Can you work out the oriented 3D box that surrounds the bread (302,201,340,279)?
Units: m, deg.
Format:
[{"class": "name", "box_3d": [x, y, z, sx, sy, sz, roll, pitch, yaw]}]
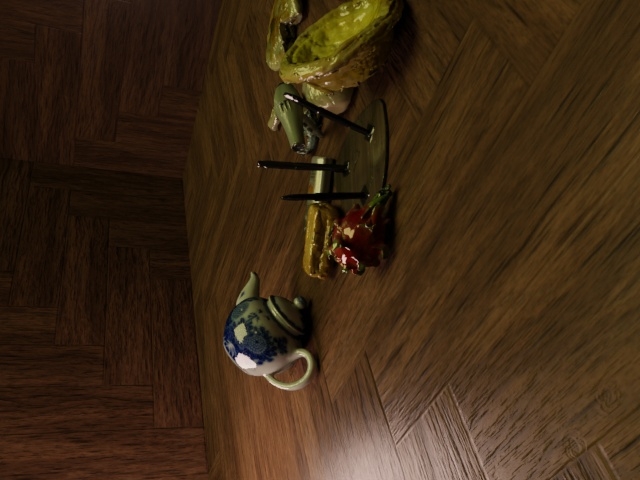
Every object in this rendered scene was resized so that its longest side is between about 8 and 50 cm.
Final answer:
[{"class": "bread", "box_3d": [0.000, 0.000, 1.678, 0.114, 0.083, 0.211, -141, 58, -68]}]

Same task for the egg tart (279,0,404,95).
[{"class": "egg tart", "box_3d": [0.065, -0.469, 1.452, 0.345, 0.132, 0.345, -27, 32, 19]}]

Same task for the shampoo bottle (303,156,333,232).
[{"class": "shampoo bottle", "box_3d": [-0.007, -0.132, 1.758, 0.086, 0.055, 0.228, 20, 104, 63]}]

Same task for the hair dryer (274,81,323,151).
[{"class": "hair dryer", "box_3d": [-0.056, -0.316, 1.695, 0.088, 0.225, 0.219, -23, 41, 22]}]

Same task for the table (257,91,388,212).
[{"class": "table", "box_3d": [-0.009, -0.202, 1.520, 0.317, 0.248, 0.318, -175, 90, -68]}]

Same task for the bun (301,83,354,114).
[{"class": "bun", "box_3d": [0.017, -0.455, 1.674, 0.178, 0.127, 0.193, 180, 97, -69]}]

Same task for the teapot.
[{"class": "teapot", "box_3d": [-0.149, 0.272, 1.827, 0.280, 0.252, 0.424, -42, 57, 7]}]

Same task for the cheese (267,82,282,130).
[{"class": "cheese", "box_3d": [-0.151, -0.497, 2.211, 0.194, 0.043, 0.065, -64, 35, 38]}]

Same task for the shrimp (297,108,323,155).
[{"class": "shrimp", "box_3d": [-0.027, -0.348, 1.871, 0.082, 0.076, 0.174, -40, -36, -60]}]

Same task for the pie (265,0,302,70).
[{"class": "pie", "box_3d": [-0.138, -0.796, 2.192, 0.337, 0.075, 0.338, -175, 90, -69]}]

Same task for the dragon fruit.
[{"class": "dragon fruit", "box_3d": [0.104, -0.025, 1.379, 0.236, 0.135, 0.137, -53, 29, 25]}]
